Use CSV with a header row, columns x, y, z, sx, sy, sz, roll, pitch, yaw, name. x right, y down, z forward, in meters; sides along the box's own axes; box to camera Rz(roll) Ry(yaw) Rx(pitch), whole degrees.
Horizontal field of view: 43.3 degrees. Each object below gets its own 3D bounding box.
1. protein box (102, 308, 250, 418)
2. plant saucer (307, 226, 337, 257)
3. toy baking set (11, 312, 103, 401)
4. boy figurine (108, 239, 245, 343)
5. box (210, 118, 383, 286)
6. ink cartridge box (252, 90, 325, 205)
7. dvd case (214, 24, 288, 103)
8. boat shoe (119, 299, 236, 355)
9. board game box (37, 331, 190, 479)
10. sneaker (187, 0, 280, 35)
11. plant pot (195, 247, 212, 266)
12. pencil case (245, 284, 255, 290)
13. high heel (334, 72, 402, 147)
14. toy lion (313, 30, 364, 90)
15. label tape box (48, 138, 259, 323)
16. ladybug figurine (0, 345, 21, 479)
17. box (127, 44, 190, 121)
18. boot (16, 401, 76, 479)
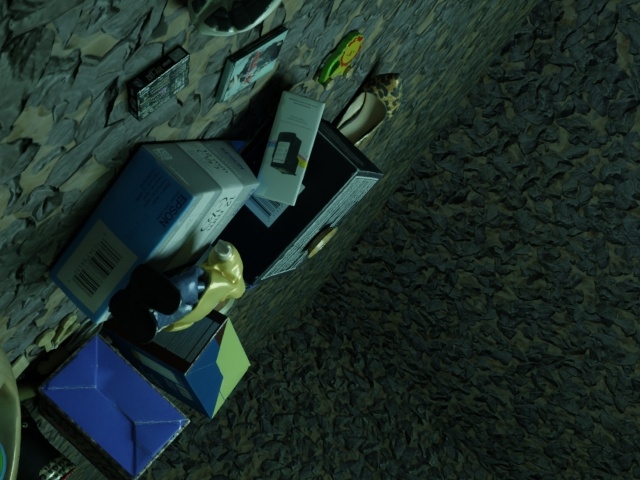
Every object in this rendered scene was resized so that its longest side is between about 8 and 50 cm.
x,y,z,sx,sy,sz,roll,pitch,yaw,name
-0.270,0.204,1.543,0.136,0.201,0.200,-53,153,-25,protein box
0.000,0.000,1.588,0.083,0.015,0.083,-45,173,-7,plant saucer
-0.465,0.206,1.416,0.197,0.030,0.256,-47,172,2,toy baking set
-0.181,0.062,1.184,0.177,0.092,0.285,-49,172,19,boy figurine
-0.057,-0.084,1.571,0.296,0.183,0.294,-47,172,11,box
-0.052,-0.153,1.345,0.127,0.072,0.175,-101,-152,-82,ink cartridge box
-0.099,-0.252,1.153,0.119,0.013,0.087,-40,170,-35,dvd case
-0.324,0.170,1.753,0.324,0.122,0.120,-45,142,-31,boat shoe
-0.395,0.327,1.507,0.141,0.232,0.291,-47,180,-27,board game box
-0.041,-0.329,0.879,0.275,0.107,0.110,-42,-169,-2,sneaker
-0.239,0.040,1.543,0.096,0.109,0.109,-60,170,6,plant pot
-0.153,0.035,1.853,0.306,0.133,0.119,-29,118,-77,pencil case
0.081,-0.255,1.761,0.186,0.093,0.261,-49,-177,-29,high heel
0.039,-0.328,1.446,0.100,0.034,0.096,-40,162,-39,toy lion
-0.222,-0.028,1.254,0.249,0.115,0.347,-49,170,18,label tape box
-0.473,0.270,0.987,0.449,0.161,0.305,119,-26,-63,ladybug figurine
-0.192,-0.187,0.963,0.083,0.018,0.067,-44,171,-22,box
-0.543,0.383,1.342,0.236,0.178,0.085,-39,169,-50,boot
